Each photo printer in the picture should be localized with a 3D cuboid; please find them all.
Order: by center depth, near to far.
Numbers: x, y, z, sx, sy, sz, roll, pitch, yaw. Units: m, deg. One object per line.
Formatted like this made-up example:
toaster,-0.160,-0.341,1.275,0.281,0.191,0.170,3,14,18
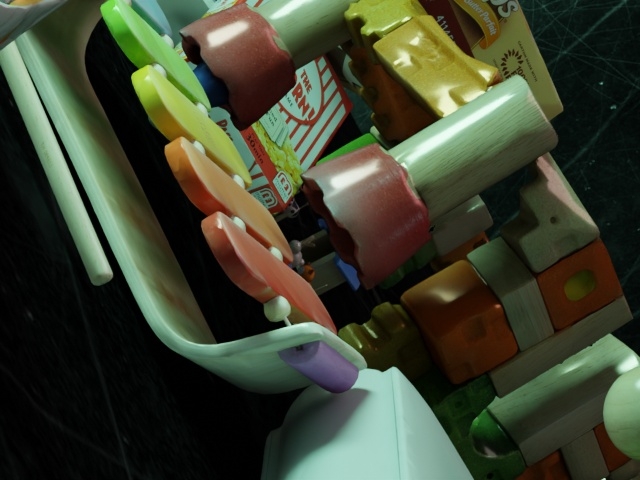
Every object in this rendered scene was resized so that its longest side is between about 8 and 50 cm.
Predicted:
photo printer,0.059,0.216,0.994,0.256,0.107,0.307,61,6,-8

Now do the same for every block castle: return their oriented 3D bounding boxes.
block castle,0.067,0.047,1.386,0.303,0.212,0.453,51,-11,49

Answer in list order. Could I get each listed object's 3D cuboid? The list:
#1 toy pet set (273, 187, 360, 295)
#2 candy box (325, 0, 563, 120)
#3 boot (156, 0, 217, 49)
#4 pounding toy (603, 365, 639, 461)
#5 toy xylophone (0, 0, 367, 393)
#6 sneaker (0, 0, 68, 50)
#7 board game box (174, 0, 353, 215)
toy pet set,0.000,0.000,1.662,0.114,0.065,0.122,56,9,-45
candy box,0.054,-0.196,1.559,0.316,0.087,0.183,35,-24,57
boot,-0.093,-0.177,1.651,0.190,0.069,0.086,57,13,-34
pounding toy,0.160,0.175,0.931,0.183,0.110,0.237,174,-75,-66
toy xylophone,-0.091,-0.050,1.041,0.323,0.081,0.236,62,6,11
sneaker,-0.164,-0.119,0.803,0.083,0.084,0.215,57,-2,-22
board game box,-0.051,-0.123,1.554,0.147,0.045,0.193,60,30,-19
